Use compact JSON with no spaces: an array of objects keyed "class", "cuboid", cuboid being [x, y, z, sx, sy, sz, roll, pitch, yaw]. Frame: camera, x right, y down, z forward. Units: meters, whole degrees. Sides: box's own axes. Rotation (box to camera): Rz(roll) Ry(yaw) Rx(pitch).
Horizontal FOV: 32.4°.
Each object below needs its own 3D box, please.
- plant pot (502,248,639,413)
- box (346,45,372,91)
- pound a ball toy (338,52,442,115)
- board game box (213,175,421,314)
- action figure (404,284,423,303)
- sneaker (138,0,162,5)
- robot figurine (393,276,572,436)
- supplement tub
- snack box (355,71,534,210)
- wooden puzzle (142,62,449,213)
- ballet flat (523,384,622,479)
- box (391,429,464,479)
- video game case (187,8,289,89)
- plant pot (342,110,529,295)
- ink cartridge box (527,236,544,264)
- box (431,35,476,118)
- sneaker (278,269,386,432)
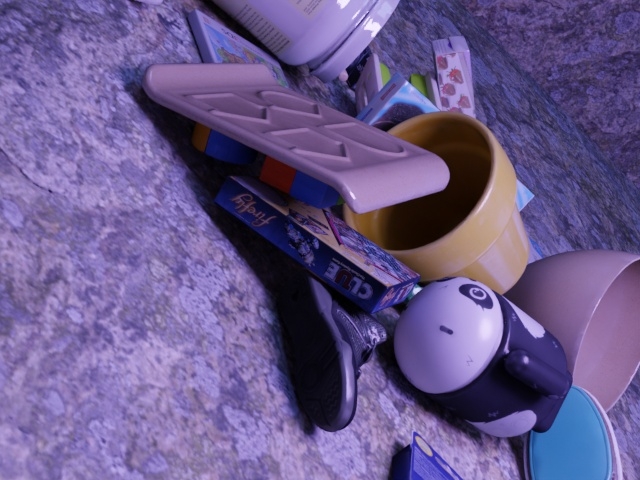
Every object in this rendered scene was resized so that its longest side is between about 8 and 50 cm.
[{"class":"plant pot","cuboid":[0.407,0.131,1.822,0.191,0.284,0.284,22,5,35]},{"class":"box","cuboid":[0.072,-0.335,2.109,0.018,0.067,0.083,24,35,-45]},{"class":"pound a ball toy","cuboid":[0.093,-0.226,1.950,0.208,0.136,0.319,15,34,-13]},{"class":"board game box","cuboid":[0.000,0.000,1.399,0.243,0.042,0.165,35,14,15]},{"class":"action figure","cuboid":[0.210,0.115,1.651,0.232,0.137,0.064,26,73,-34]},{"class":"sneaker","cuboid":[-0.286,-0.447,1.604,0.235,0.095,0.090,58,23,13]},{"class":"robot figurine","cuboid":[0.226,0.161,1.511,0.278,0.209,0.174,34,41,-33]},{"class":"supplement tub","cuboid":[-0.053,-0.436,1.796,0.325,0.235,0.235,39,25,-13]},{"class":"snack box","cuboid":[0.177,-0.103,1.793,0.322,0.187,0.060,37,11,-28]},{"class":"wooden puzzle","cuboid":[-0.030,-0.131,1.489,0.347,0.081,0.322,31,22,20]},{"class":"ballet flat","cuboid":[0.374,0.389,1.531,0.139,0.139,0.400,34,32,-33]},{"class":"box","cuboid":[0.138,0.324,1.271,0.136,0.036,0.225,46,18,-10]},{"class":"video game case","cuboid":[-0.107,-0.247,1.711,0.193,0.023,0.212,24,34,-45]},{"class":"plant pot","cuboid":[0.198,-0.028,1.677,0.239,0.254,0.254,44,21,-46]},{"class":"ink cartridge box","cuboid":[0.354,0.016,2.098,0.180,0.060,0.104,35,29,-33]},{"class":"box","cuboid":[0.257,-0.223,2.061,0.067,0.063,0.324,-93,173,-54]},{"class":"sneaker","cuboid":[0.030,0.139,1.304,0.130,0.087,0.227,27,26,-30]}]
